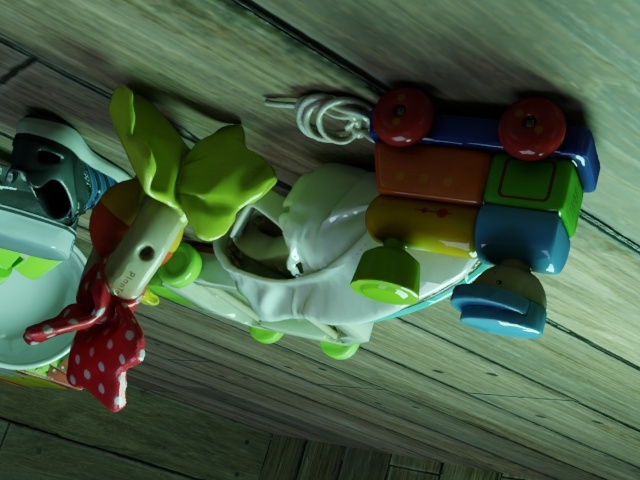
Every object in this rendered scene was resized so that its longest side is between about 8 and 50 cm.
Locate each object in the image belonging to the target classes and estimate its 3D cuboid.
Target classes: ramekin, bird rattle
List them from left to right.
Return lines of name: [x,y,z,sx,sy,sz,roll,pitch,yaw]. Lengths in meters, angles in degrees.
ramekin: [-0.439,0.079,1.413,0.207,0.207,0.109,24,172,-23]
bird rattle: [-0.149,0.005,0.818,0.143,0.253,0.207,22,-173,-16]

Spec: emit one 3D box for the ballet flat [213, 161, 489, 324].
ballet flat: [0.000,0.000,0.856,0.139,0.139,0.400,23,164,-21]

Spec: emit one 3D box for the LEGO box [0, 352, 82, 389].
LEGO box: [-0.612,0.116,1.710,0.373,0.193,0.500,24,162,-24]

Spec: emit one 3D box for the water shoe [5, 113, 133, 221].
water shoe: [-0.254,-0.053,0.981,0.073,0.080,0.203,11,163,22]

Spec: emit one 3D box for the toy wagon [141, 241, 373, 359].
toy wagon: [-0.106,0.072,1.282,0.344,0.068,0.267,9,162,28]

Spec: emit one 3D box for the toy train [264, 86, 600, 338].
toy train: [0.052,-0.021,0.664,0.248,0.143,0.105,9,162,25]

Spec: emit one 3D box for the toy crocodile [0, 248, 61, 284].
toy crocodile: [-0.464,-0.030,1.226,0.115,0.105,0.341,-43,136,23]

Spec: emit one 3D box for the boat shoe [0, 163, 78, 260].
boat shoe: [-0.398,-0.068,1.041,0.306,0.104,0.113,19,161,-31]
